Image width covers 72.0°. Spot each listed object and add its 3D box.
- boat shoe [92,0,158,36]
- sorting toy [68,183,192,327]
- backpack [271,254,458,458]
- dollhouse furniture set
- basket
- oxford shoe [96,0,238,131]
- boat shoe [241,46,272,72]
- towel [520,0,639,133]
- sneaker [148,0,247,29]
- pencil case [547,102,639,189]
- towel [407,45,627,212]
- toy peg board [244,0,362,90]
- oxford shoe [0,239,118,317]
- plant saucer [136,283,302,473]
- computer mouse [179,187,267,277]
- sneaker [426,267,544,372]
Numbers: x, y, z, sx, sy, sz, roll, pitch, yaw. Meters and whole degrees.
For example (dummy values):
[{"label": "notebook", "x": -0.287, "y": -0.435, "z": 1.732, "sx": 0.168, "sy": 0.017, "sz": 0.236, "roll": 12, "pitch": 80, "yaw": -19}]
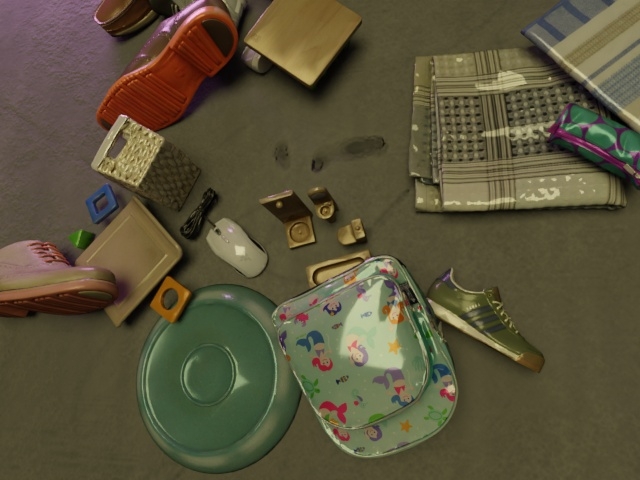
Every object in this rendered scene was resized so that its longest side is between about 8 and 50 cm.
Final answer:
[{"label": "boat shoe", "x": -0.395, "y": -0.610, "z": 0.992, "sx": 0.324, "sy": 0.120, "sz": 0.122, "roll": -45, "pitch": 69, "yaw": -1}, {"label": "sorting toy", "x": -0.363, "y": 0.040, "z": 0.847, "sx": 0.347, "sy": 0.047, "sz": 0.196, "roll": 42, "pitch": 93, "yaw": 25}, {"label": "backpack", "x": 0.071, "y": 0.167, "z": 0.625, "sx": 0.225, "sy": 0.191, "sz": 0.254, "roll": -27, "pitch": 85, "yaw": 11}, {"label": "dollhouse furniture set", "x": 0.000, "y": 0.000, "z": 0.723, "sx": 0.143, "sy": 0.123, "sz": 0.151, "roll": -16, "pitch": 72, "yaw": 10}, {"label": "basket", "x": -0.315, "y": -0.136, "z": 0.823, "sx": 0.103, "sy": 0.167, "sz": 0.113, "roll": 24, "pitch": 83, "yaw": 13}, {"label": "oxford shoe", "x": -0.315, "y": -0.347, "z": 0.898, "sx": 0.363, "sy": 0.130, "sz": 0.133, "roll": -31, "pitch": 53, "yaw": 18}, {"label": "boat shoe", "x": -0.098, "y": -0.432, "z": 0.903, "sx": 0.063, "sy": 0.066, "sz": 0.184, "roll": 32, "pitch": 95, "yaw": 19}, {"label": "towel", "x": 0.491, "y": -0.294, "z": 0.696, "sx": 0.209, "sy": 0.034, "sz": 0.285, "roll": -37, "pitch": 74, "yaw": -8}, {"label": "sneaker", "x": -0.277, "y": -0.477, "z": 0.947, "sx": 0.228, "sy": 0.086, "sz": 0.132, "roll": 5, "pitch": 79, "yaw": 15}, {"label": "pencil case", "x": 0.412, "y": -0.138, "z": 0.635, "sx": 0.151, "sy": 0.065, "sz": 0.070, "roll": 37, "pitch": 54, "yaw": 21}, {"label": "towel", "x": 0.310, "y": -0.195, "z": 0.732, "sx": 0.323, "sy": 0.056, "sz": 0.313, "roll": -1, "pitch": 75, "yaw": 15}, {"label": "toy peg board", "x": -0.030, "y": -0.383, "z": 0.846, "sx": 0.160, "sy": 0.079, "sz": 0.161, "roll": 36, "pitch": 86, "yaw": 9}, {"label": "oxford shoe", "x": -0.534, "y": 0.061, "z": 0.821, "sx": 0.396, "sy": 0.140, "sz": 0.147, "roll": -4, "pitch": 68, "yaw": 22}, {"label": "plant saucer", "x": -0.186, "y": 0.229, "z": 0.754, "sx": 0.317, "sy": 0.044, "sz": 0.318, "roll": -4, "pitch": 74, "yaw": 13}, {"label": "computer mouse", "x": -0.176, "y": -0.008, "z": 0.815, "sx": 0.193, "sy": 0.042, "sz": 0.106, "roll": 38, "pitch": 86, "yaw": 20}, {"label": "sneaker", "x": 0.252, "y": 0.110, "z": 0.658, "sx": 0.192, "sy": 0.064, "sz": 0.086, "roll": 29, "pitch": 89, "yaw": 23}]
